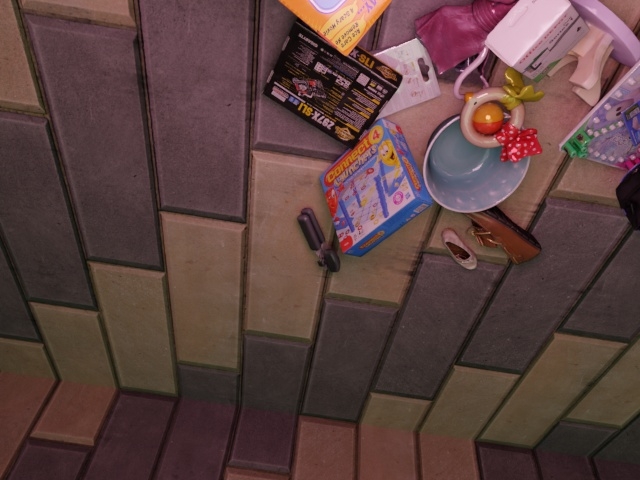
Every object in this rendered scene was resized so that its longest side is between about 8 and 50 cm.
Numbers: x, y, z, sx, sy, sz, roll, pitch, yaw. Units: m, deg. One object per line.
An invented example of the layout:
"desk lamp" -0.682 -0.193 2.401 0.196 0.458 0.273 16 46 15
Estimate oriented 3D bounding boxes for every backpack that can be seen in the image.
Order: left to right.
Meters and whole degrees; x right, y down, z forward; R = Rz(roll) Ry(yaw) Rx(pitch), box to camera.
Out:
"backpack" 1.003 -0.144 1.392 0.213 0.276 0.263 8 152 -21

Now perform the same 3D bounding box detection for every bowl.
"bowl" 0.440 -0.257 1.461 0.312 0.163 0.311 -2 121 -3

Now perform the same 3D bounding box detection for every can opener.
"can opener" 0.000 0.000 1.817 0.093 0.074 0.280 -4 130 31

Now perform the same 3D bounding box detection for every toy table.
"toy table" 0.657 -0.477 1.237 0.274 0.252 0.160 35 110 -9

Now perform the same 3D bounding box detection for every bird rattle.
"bird rattle" 0.473 -0.320 1.293 0.207 0.143 0.253 -2 133 10

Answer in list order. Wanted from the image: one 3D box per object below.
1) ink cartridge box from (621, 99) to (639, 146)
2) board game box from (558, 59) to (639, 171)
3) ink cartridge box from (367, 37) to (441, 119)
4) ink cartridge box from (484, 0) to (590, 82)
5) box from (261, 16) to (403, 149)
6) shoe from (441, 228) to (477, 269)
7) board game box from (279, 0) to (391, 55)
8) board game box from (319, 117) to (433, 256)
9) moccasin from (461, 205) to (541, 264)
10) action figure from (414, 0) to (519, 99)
"ink cartridge box" 0.935 -0.362 1.231 0.311 0.065 0.186 -36 140 23
"board game box" 0.912 -0.348 1.329 0.390 0.050 0.390 6 136 -30
"ink cartridge box" 0.205 -0.462 1.410 0.233 0.066 0.189 -21 126 12
"ink cartridge box" 0.486 -0.457 1.094 0.160 0.220 0.092 -49 67 32
"box" 0.027 -0.435 1.372 0.322 0.079 0.257 30 141 -8
"shoe" 0.513 0.046 1.812 0.077 0.058 0.219 -30 122 28
"board game box" 0.022 -0.674 1.001 0.356 0.356 0.356 33 117 -21
"board game box" 0.155 -0.156 1.499 0.086 0.301 0.308 12 141 -40
"moccasin" 0.593 -0.031 1.697 0.380 0.139 0.147 28 120 -30
"action figure" 0.394 -0.529 1.154 0.248 0.275 0.370 -12 174 -31
